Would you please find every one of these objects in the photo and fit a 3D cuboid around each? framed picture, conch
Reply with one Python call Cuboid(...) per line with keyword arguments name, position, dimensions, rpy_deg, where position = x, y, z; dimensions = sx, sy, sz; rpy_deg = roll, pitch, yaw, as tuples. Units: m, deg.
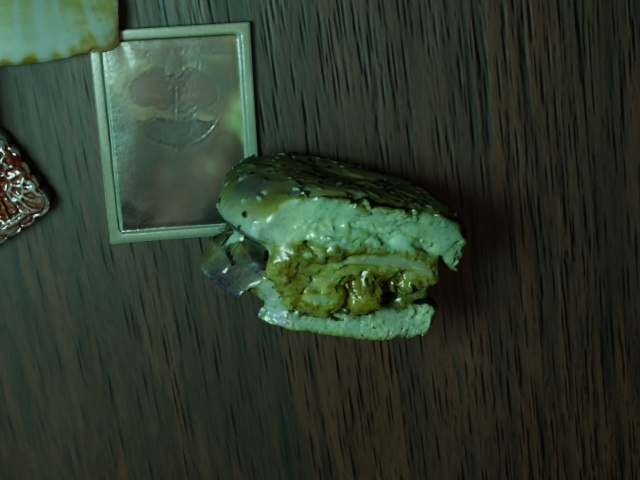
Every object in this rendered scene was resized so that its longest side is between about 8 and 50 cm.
Cuboid(name="framed picture", position=(-0.190, -0.142, 1.567), dimensions=(0.211, 0.020, 0.289), rpy_deg=(-4, 107, -5))
Cuboid(name="conch", position=(-0.376, -0.294, 1.438), dimensions=(0.255, 0.127, 0.158), rpy_deg=(2, 91, -7))

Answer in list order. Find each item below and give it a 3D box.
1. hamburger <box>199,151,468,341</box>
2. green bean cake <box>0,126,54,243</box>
Cuboid(name="hamburger", position=(0.000, 0.000, 1.495), dimensions=(0.318, 0.277, 0.195), rpy_deg=(6, 107, -30))
Cuboid(name="green bean cake", position=(-0.437, -0.065, 1.540), dimensions=(0.136, 0.056, 0.135), rpy_deg=(-34, 106, 4))
